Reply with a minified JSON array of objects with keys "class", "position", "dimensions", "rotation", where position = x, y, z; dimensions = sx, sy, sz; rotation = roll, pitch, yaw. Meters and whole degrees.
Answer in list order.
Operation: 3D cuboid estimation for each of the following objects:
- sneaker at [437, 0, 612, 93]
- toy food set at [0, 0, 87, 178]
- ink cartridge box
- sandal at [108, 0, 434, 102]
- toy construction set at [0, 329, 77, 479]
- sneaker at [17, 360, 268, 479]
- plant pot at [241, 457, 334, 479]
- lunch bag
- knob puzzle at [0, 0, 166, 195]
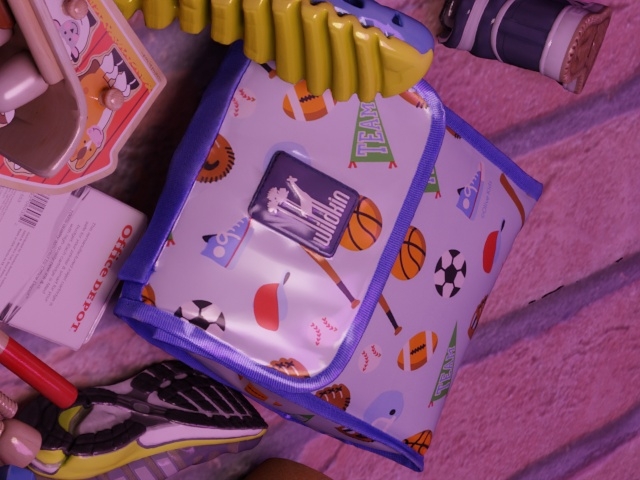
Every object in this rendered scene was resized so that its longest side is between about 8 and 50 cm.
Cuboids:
[{"class":"sneaker","position":[0.215,-0.225,2.089],"dimensions":[0.282,0.153,0.099],"rotation":[-13,123,-77]},{"class":"toy food set","position":[-0.306,-0.198,1.462],"dimensions":[0.092,0.219,0.306],"rotation":[-40,135,-23]},{"class":"ink cartridge box","position":[-0.262,-0.002,1.721],"dimensions":[0.190,0.082,0.140],"rotation":[28,89,-50]},{"class":"sandal","position":[-0.045,-0.226,1.694],"dimensions":[0.126,0.317,0.138],"rotation":[112,2,-62]},{"class":"toy construction set","position":[-0.367,0.186,1.627],"dimensions":[0.237,0.257,0.309],"rotation":[44,68,-36]},{"class":"sneaker","position":[-0.179,0.200,1.921],"dimensions":[0.300,0.111,0.121],"rotation":[-5,131,-42]},{"class":"plant pot","position":[-0.062,0.360,2.042],"dimensions":[0.254,0.237,0.237],"rotation":[-61,141,-22]},{"class":"lunch bag","position":[0.000,0.000,1.865],"dimensions":[0.385,0.239,0.328],"rotation":[36,74,-46]},{"class":"knob puzzle","position":[-0.215,-0.121,1.648],"dimensions":[0.213,0.030,0.213],"rotation":[-14,109,-48]}]
